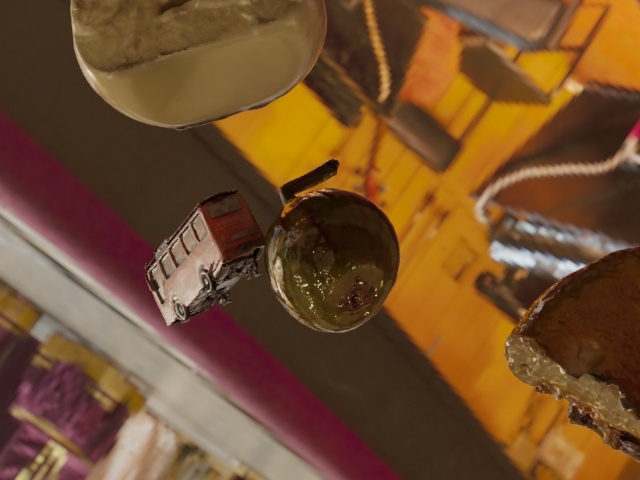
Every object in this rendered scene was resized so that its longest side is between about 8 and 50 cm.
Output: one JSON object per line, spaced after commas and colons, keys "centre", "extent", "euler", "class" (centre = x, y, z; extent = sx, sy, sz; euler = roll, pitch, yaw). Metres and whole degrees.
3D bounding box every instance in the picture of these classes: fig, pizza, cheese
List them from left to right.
{"centre": [-0.126, -0.224, 1.580], "extent": [0.233, 0.266, 0.127], "euler": [67, -172, -66], "class": "cheese"}
{"centre": [-0.001, -0.002, 1.519], "extent": [0.186, 0.148, 0.142], "euler": [47, 178, 27], "class": "fig"}
{"centre": [0.215, 0.097, 0.922], "extent": [0.194, 0.154, 0.069], "euler": [52, 143, 14], "class": "pizza"}

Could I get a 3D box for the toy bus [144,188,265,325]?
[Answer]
{"centre": [-0.131, 0.026, 1.664], "extent": [0.096, 0.073, 0.235], "euler": [65, 152, 9], "class": "toy bus"}
